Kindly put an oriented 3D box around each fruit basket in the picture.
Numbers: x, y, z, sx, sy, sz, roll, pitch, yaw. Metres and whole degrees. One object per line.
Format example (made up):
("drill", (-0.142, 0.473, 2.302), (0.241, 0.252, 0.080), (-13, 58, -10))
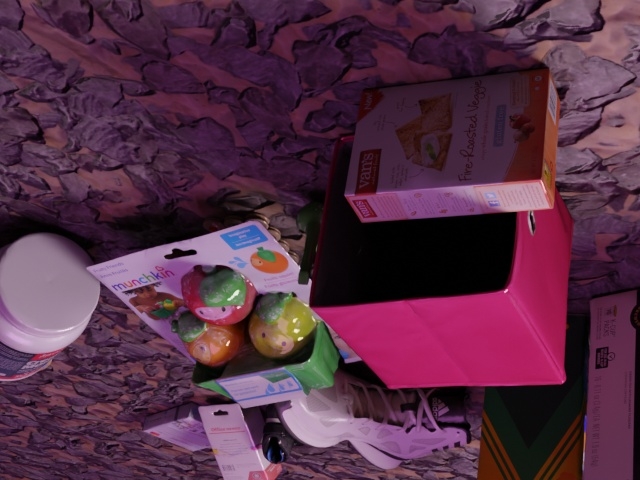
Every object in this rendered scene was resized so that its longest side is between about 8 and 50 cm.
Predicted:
("fruit basket", (-0.137, 0.120, 1.742), (0.327, 0.165, 0.353), (-14, 141, 29))

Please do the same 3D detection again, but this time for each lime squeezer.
("lime squeezer", (0.000, 0.000, 1.613), (0.059, 0.110, 0.310), (-10, 180, 4))

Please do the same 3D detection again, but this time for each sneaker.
("sneaker", (-0.080, 0.419, 2.349), (0.079, 0.121, 0.217), (2, 150, 16))
("sneaker", (0.121, 0.290, 2.060), (0.257, 0.169, 0.447), (-21, 147, 30))

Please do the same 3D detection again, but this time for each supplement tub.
("supplement tub", (-0.491, 0.112, 1.861), (0.191, 0.191, 0.272), (23, 149, -22))

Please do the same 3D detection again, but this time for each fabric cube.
("fabric cube", (0.167, 0.024, 1.435), (0.259, 0.254, 0.258), (-6, 147, 26))

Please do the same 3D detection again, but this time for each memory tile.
("memory tile", (-0.106, 0.003, 1.731), (0.113, 0.012, 0.148), (-5, 147, 24))

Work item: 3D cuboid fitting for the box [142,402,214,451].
("box", (-0.284, 0.416, 2.495), (0.145, 0.038, 0.186), (29, 145, -30))

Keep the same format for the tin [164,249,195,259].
("tin", (-0.234, 0.072, 1.870), (0.106, 0.040, 0.189), (21, 149, -12))

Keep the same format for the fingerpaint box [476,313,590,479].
("fingerpaint box", (0.376, 0.383, 1.890), (0.163, 0.371, 0.445), (1, 149, 17))

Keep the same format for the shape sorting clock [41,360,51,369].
("shape sorting clock", (-0.633, 0.208, 2.231), (0.206, 0.040, 0.206), (9, 148, 6))

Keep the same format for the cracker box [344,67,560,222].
("cracker box", (0.153, -0.108, 1.303), (0.232, 0.155, 0.067), (-5, 148, 24))

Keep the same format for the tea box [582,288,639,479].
("tea box", (0.573, 0.242, 1.618), (0.323, 0.329, 0.220), (-15, 142, 36))

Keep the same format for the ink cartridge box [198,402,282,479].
("ink cartridge box", (-0.171, 0.420, 2.381), (0.115, 0.067, 0.198), (-9, 109, 30))

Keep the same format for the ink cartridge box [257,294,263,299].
("ink cartridge box", (-0.031, 0.148, 1.934), (0.145, 0.045, 0.179), (0, 147, 18))
